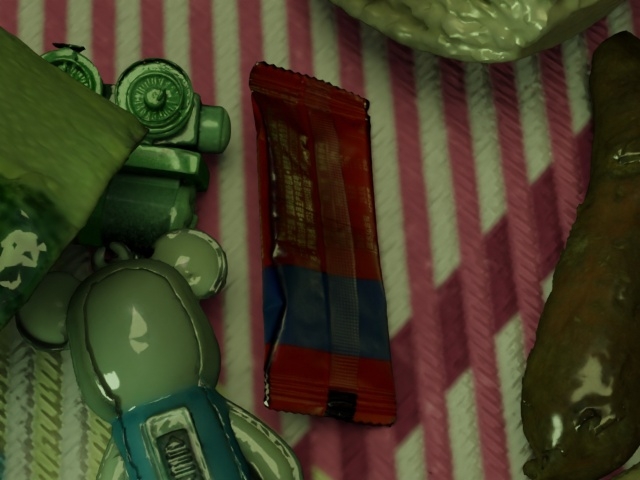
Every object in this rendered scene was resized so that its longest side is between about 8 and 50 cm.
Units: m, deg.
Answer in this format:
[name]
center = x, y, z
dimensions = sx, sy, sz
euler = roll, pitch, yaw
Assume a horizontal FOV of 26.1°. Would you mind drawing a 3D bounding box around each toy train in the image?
[toy train]
center = -0.178, -0.049, 0.762
dimensions = 0.251, 0.085, 0.119
euler = 8, 81, 3

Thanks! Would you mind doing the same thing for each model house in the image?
[model house]
center = -0.225, -0.013, 0.633
dimensions = 0.189, 0.195, 0.214
euler = 42, 113, -9

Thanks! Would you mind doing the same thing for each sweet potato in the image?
[sweet potato]
center = 0.159, 0.001, 0.735
dimensions = 0.075, 0.075, 0.273
euler = 12, 65, 7

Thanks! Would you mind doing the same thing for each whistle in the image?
[whistle]
center = -0.070, 0.108, 0.695
dimensions = 0.114, 0.077, 0.235
euler = -19, 74, -11

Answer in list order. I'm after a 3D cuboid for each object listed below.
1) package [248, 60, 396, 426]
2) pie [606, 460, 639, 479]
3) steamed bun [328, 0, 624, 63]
[package]
center = 0.000, 0.000, 0.747
dimensions = 0.083, 0.022, 0.200
euler = 12, 62, -31
[pie]
center = 0.227, 0.227, 0.634
dimensions = 0.338, 0.075, 0.337
euler = -3, 64, 5
[steamed bun]
center = 0.098, -0.248, 0.770
dimensions = 0.273, 0.272, 0.290
euler = -11, 57, -50
